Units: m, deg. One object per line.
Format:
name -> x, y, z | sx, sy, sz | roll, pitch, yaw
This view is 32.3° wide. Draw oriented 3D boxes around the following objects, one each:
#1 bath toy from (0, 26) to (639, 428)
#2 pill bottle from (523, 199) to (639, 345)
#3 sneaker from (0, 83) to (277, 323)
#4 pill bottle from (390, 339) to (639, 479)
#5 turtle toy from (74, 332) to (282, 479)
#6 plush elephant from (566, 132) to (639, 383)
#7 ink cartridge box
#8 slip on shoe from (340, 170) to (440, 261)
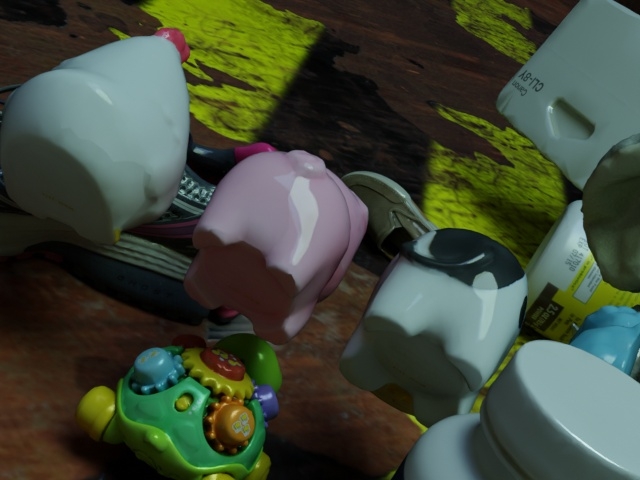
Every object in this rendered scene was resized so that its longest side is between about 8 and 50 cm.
bath toy -> 0.000, 0.000, 0.587 | 0.348, 0.151, 0.129 | 30, 56, 3
pill bottle -> 0.274, 0.066, 0.922 | 0.215, 0.117, 0.117 | 32, 24, 7
sneaker -> -0.163, -0.051, 0.682 | 0.299, 0.112, 0.121 | 17, 26, -23
pill bottle -> 0.071, 0.139, 0.467 | 0.112, 0.186, 0.112 | 24, 24, -11
turtle toy -> -0.060, 0.085, 0.576 | 0.095, 0.066, 0.130 | 33, 13, 10
plush elephant -> 0.270, 0.078, 0.704 | 0.272, 0.255, 0.330 | 14, 25, -19
ink cartridge box -> 0.397, -0.050, 1.103 | 0.385, 0.160, 0.279 | 32, 14, -28
slip on shoe -> 0.060, -0.009, 0.928 | 0.135, 0.051, 0.041 | 44, 39, 18
